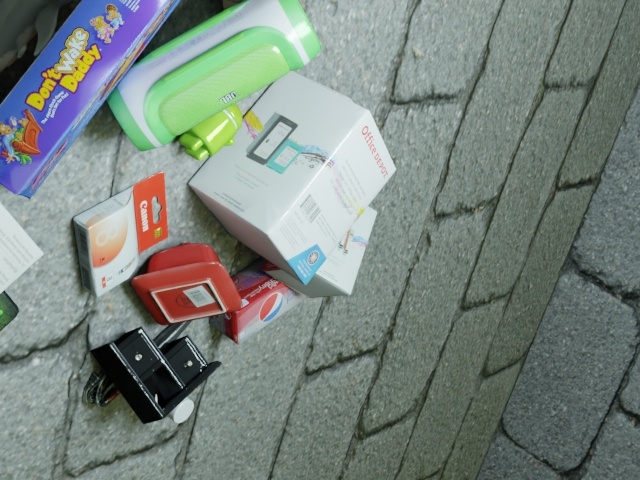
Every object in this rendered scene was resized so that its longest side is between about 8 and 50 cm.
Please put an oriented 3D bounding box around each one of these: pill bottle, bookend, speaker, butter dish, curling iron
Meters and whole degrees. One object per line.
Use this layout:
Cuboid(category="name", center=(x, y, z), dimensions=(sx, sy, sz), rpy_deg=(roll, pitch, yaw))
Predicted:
Cuboid(category="pill bottle", center=(-0.283, 0.276, 1.836), dimensions=(0.065, 0.116, 0.065), rpy_deg=(-37, 144, -33))
Cuboid(category="bookend", center=(-0.278, 0.202, 1.755), dimensions=(0.157, 0.072, 0.156), rpy_deg=(-41, 101, -40))
Cuboid(category="speaker", center=(-0.152, -0.245, 1.451), dimensions=(0.296, 0.131, 0.131), rpy_deg=(-29, 147, 3))
Cuboid(category="butter dish", center=(-0.224, 0.056, 1.739), dimensions=(0.159, 0.118, 0.160), rpy_deg=(-11, 143, 7))
Cuboid(category="curling iron", center=(-0.304, 0.197, 1.814), dimensions=(0.274, 0.035, 0.068), rpy_deg=(-39, 145, -29))

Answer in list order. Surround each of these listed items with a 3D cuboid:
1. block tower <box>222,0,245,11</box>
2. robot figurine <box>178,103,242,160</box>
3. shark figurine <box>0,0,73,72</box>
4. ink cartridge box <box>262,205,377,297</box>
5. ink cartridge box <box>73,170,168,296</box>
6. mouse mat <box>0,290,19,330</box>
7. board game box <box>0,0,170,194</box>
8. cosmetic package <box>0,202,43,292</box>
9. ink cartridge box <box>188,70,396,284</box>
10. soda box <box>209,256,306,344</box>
Cuboid(category="block tower", center=(-0.088, -0.398, 1.519), dimensions=(0.097, 0.090, 0.336), rpy_deg=(-59, 159, -45))
Cuboid(category="robot figurine", center=(-0.171, -0.181, 1.637), dimensions=(0.115, 0.067, 0.101), rpy_deg=(-48, 140, -17))
Cuboid(category="shark figurine", center=(-0.388, -0.265, 1.234), dimensions=(0.278, 0.166, 0.116), rpy_deg=(-49, 118, -3))
Cuboid(category="ink cartridge box", center=(0.000, 0.000, 1.905), dimensions=(0.127, 0.128, 0.176), rpy_deg=(32, 66, -30))
Cuboid(category="ink cartridge box", center=(-0.302, -0.010, 1.626), dimensions=(0.179, 0.045, 0.145), rpy_deg=(-31, 141, -34))
Cuboid(category="mouse mat", center=(-0.518, 0.104, 1.450), dimensions=(0.152, 0.007, 0.190), rpy_deg=(-46, 148, -20))
Cuboid(category="board game box", center=(-0.297, -0.214, 1.285), dimensions=(0.347, 0.078, 0.233), rpy_deg=(-54, -169, -7))
Cuboid(category="cosmetic package", center=(-0.539, 0.056, 1.209), dimensions=(0.365, 0.155, 0.197), rpy_deg=(-43, 149, -15))
Cuboid(category="ink cartridge box", center=(-0.041, -0.111, 1.760), dimensions=(0.270, 0.197, 0.198), rpy_deg=(-51, 148, -12))
Cuboid(category="soda box", center=(-0.092, 0.088, 1.978), dimensions=(0.263, 0.083, 0.092), rpy_deg=(-33, 141, -35))
